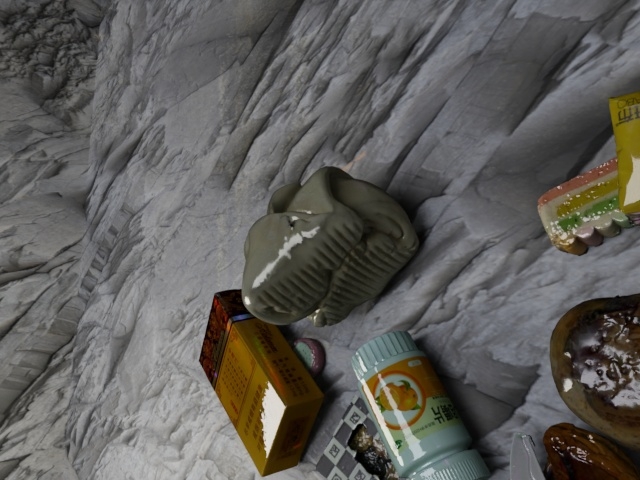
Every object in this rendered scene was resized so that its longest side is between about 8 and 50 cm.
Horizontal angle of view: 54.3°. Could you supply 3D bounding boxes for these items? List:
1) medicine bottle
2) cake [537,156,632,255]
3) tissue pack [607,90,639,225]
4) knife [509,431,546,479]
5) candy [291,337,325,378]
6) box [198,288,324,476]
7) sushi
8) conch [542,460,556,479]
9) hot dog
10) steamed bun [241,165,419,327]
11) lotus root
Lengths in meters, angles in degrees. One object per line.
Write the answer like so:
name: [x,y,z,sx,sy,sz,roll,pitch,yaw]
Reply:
medicine bottle: [0.184,0.343,1.221,0.158,0.158,0.318,-49,52,31]
cake: [0.465,-0.067,1.023,0.225,0.090,0.109,-38,55,37]
tissue pack: [0.557,-0.135,0.869,0.271,0.134,0.192,-10,76,35]
knife: [0.370,0.476,0.993,0.081,0.043,0.336,-27,54,11]
candy: [-0.034,0.293,1.548,0.103,0.043,0.103,-10,76,48]
box: [-0.168,0.345,1.597,0.415,0.116,0.264,48,133,41]
sushi: [0.117,0.473,1.354,0.215,0.050,0.192,27,89,42]
conch: [0.387,0.504,1.042,0.109,0.093,0.330,-14,53,63]
hot dog: [0.424,0.387,0.953,0.160,0.099,0.226,165,87,-81]
steamed bun: [0.000,0.000,1.345,0.368,0.342,0.255,-40,52,15]
lotus root: [0.471,0.193,0.924,0.272,0.192,0.272,-17,65,43]
